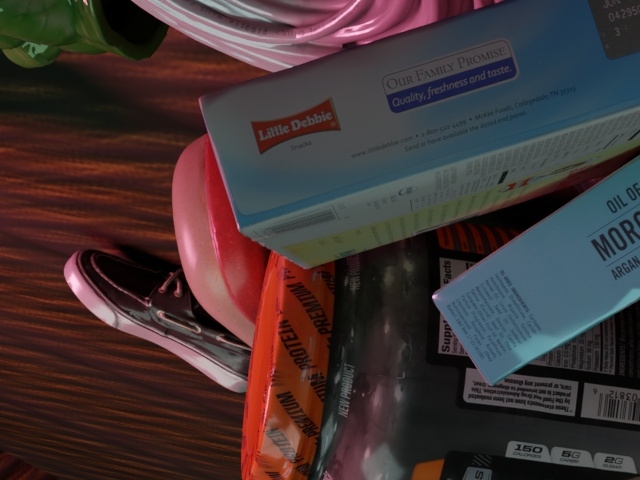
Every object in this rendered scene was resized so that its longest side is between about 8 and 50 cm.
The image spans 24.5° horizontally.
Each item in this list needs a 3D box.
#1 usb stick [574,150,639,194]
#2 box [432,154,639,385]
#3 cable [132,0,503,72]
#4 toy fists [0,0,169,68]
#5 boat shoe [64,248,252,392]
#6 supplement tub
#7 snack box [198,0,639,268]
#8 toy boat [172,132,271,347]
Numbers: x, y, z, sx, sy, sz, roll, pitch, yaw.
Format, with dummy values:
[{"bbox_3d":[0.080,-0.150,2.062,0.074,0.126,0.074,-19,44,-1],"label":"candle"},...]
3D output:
[{"bbox_3d":[0.255,-0.045,0.793,0.077,0.045,0.278,35,156,-31],"label":"usb stick"},{"bbox_3d":[0.175,-0.016,0.736,0.244,0.100,0.060,-37,84,41],"label":"box"},{"bbox_3d":[-0.018,-0.168,0.708,0.257,0.089,0.257,10,157,27],"label":"cable"},{"bbox_3d":[-0.199,-0.169,0.816,0.142,0.096,0.279,14,173,23],"label":"toy fists"},{"bbox_3d":[-0.136,0.060,1.400,0.219,0.077,0.070,30,123,-11],"label":"boat shoe"},{"bbox_3d":[0.128,0.097,0.937,0.338,0.207,0.207,8,160,-6],"label":"supplement tub"},{"bbox_3d":[0.061,-0.045,0.698,0.187,0.060,0.322,-17,175,2],"label":"snack box"},{"bbox_3d":[0.000,0.000,1.063,0.151,0.151,0.231,-26,137,22],"label":"toy boat"}]
